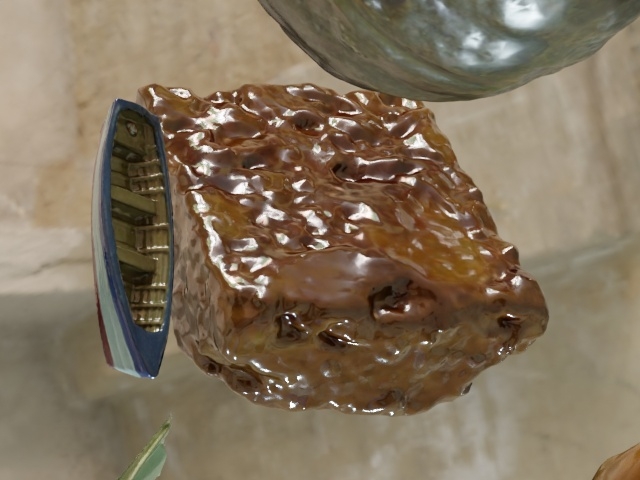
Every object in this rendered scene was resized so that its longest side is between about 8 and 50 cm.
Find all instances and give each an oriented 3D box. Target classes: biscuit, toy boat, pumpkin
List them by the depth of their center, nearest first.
[{"bbox_3d":[0.084,-0.177,0.761,0.242,0.232,0.325,35,-133,-5],"label":"pumpkin"},{"bbox_3d":[-0.148,0.001,1.241,0.080,0.046,0.229,23,-124,-51],"label":"toy boat"},{"bbox_3d":[0.000,0.000,1.614,0.342,0.166,0.395,2,-142,-22],"label":"biscuit"}]

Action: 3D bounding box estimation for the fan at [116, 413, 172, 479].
[{"bbox_3d":[-0.132,0.178,0.712,0.009,0.131,0.240,34,-98,8],"label":"fan"}]

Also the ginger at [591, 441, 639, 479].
[{"bbox_3d":[0.222,0.150,0.470,0.321,0.172,0.165,35,-178,1],"label":"ginger"}]
